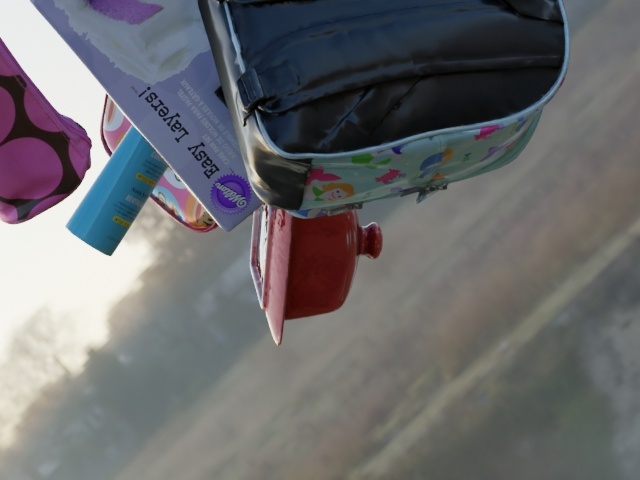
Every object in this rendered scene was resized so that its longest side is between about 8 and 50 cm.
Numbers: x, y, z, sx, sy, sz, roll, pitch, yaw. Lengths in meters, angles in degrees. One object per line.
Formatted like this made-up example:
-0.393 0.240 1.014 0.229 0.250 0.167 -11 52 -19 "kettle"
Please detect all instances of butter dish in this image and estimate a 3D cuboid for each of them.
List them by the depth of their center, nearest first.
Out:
0.000 0.000 1.606 0.160 0.118 0.160 -112 25 -65 "butter dish"

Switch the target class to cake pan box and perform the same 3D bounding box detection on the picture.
-0.065 -0.175 1.414 0.246 0.267 0.070 -38 13 1 "cake pan box"

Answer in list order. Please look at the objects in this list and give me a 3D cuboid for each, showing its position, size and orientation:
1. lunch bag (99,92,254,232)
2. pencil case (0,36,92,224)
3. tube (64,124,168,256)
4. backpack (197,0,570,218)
-0.148 -0.182 1.948 0.120 0.258 0.293 -23 -38 -45 "lunch bag"
-0.230 -0.105 1.123 0.098 0.209 0.095 -25 42 11 "pencil case"
-0.163 -0.084 1.608 0.207 0.052 0.080 -57 -21 2 "tube"
0.050 -0.140 1.276 0.254 0.225 0.191 -15 -20 -8 "backpack"
